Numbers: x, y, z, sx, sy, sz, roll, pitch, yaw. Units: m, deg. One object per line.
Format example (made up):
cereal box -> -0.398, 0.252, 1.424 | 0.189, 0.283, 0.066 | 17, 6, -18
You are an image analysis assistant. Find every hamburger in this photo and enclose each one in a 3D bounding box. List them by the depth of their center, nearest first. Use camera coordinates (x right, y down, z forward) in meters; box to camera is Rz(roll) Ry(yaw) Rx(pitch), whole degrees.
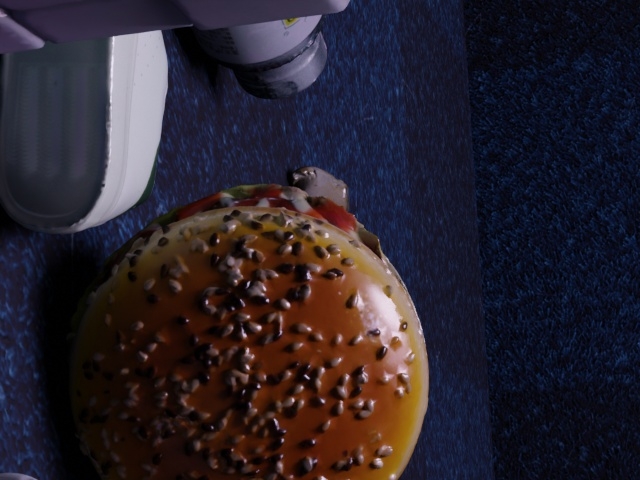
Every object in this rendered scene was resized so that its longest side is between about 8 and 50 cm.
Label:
hamburger -> -0.058, 0.103, 1.324 | 0.176, 0.300, 0.300 | -74, 157, -82

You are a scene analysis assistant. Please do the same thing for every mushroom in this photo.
mushroom -> 0.000, 0.000, 1.951 | 0.116, 0.093, 0.225 | 54, 32, -23

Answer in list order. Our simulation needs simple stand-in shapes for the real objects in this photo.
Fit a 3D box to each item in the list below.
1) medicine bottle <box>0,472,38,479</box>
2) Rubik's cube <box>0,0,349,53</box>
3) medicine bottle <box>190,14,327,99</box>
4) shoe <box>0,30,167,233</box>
medicine bottle -> -0.190, 0.245, 1.132 | 0.086, 0.086, 0.183 | -80, 159, -47
Rubik's cube -> -0.170, -0.306, 0.961 | 0.319, 0.315, 0.322 | 36, 51, -71
medicine bottle -> -0.078, -0.265, 1.651 | 0.293, 0.141, 0.141 | 66, 23, -53
shoe -> -0.174, -0.186, 1.279 | 0.160, 0.131, 0.363 | 2, 87, -75
